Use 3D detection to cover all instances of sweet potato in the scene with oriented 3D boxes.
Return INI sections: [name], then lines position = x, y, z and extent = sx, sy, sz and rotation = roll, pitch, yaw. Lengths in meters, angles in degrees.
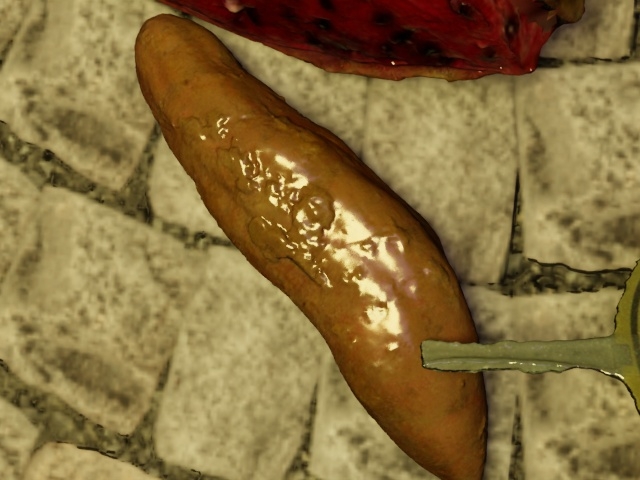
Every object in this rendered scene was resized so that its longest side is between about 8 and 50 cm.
[sweet potato]
position = 0.008, -0.002, 0.589
extent = 0.095, 0.106, 0.354
rotation = -34, 86, -32

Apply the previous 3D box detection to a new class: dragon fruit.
[dragon fruit]
position = 0.040, -0.253, 0.524
extent = 0.302, 0.240, 0.330
rotation = 24, 97, -9

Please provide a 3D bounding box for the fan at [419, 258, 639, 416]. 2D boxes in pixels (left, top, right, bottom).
[fan]
position = 0.219, 0.063, 0.521
extent = 0.335, 0.011, 0.229
rotation = 0, 47, 2
